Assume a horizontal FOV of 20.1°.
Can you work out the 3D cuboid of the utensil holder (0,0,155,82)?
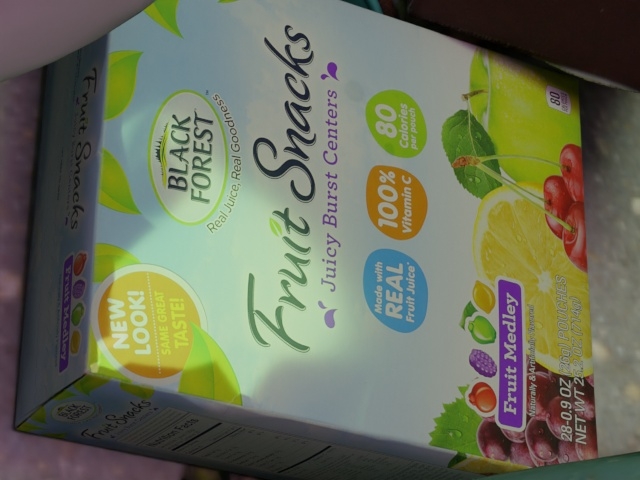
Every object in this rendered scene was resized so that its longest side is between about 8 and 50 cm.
[{"bbox_3d":[-0.130,-0.282,0.516,0.327,0.327,0.385,29,40,-18],"label":"utensil holder"}]

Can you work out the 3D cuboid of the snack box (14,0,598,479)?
[{"bbox_3d":[0.000,0.000,0.669,0.207,0.070,0.175,13,61,-26],"label":"snack box"}]

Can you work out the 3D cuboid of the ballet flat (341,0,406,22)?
[{"bbox_3d":[-0.054,-0.156,0.711,0.221,0.077,0.079,29,51,-14],"label":"ballet flat"}]

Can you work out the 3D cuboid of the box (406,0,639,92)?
[{"bbox_3d":[0.146,-0.185,0.707,0.168,0.203,0.167,17,39,-10],"label":"box"}]

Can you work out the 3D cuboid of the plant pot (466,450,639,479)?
[{"bbox_3d":[0.114,0.166,0.498,0.247,0.252,0.248,3,63,-57],"label":"plant pot"}]
